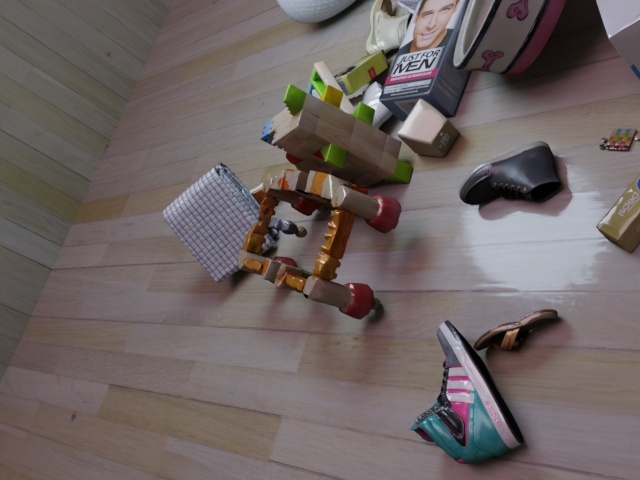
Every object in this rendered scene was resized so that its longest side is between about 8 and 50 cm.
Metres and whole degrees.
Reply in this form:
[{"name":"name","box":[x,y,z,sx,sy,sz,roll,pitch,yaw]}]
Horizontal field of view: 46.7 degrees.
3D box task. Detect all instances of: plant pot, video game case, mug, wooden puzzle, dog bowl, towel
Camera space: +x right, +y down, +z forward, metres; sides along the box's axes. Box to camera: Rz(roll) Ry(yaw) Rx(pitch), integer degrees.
[{"name":"plant pot","box":[0.276,-0.268,1.835,0.096,0.109,0.109,32,89,41]},{"name":"video game case","box":[0.287,-0.669,2.137,0.122,0.087,0.011,-124,32,-51]},{"name":"mug","box":[-0.024,-0.898,2.410,0.328,0.374,0.276,-35,47,36]},{"name":"wooden puzzle","box":[0.603,-0.203,1.492,0.083,0.006,0.049,13,74,52]},{"name":"dog bowl","box":[0.447,-0.562,1.678,0.408,0.150,0.408,-160,90,-88]},{"name":"towel","box":[-0.286,-0.053,2.175,0.235,0.284,0.121,-37,10,17]}]

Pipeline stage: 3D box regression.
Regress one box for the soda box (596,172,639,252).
[{"name":"soda box","box":[0.593,-0.070,1.359,0.181,0.061,0.058,-52,38,6]}]

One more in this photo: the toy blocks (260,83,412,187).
[{"name":"toy blocks","box":[0.014,-0.236,1.927,0.261,0.381,0.191,-21,50,59]}]

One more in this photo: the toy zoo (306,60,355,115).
[{"name":"toy zoo","box":[0.010,-0.329,2.077,0.192,0.030,0.293,60,154,23]}]

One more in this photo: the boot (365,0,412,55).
[{"name":"boot","box":[0.222,-0.647,2.192,0.165,0.077,0.213,-10,62,45]}]

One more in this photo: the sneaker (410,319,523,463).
[{"name":"sneaker","box":[0.247,0.306,1.429,0.178,0.124,0.295,-35,42,12]}]

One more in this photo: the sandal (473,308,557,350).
[{"name":"sandal","box":[0.375,0.182,1.425,0.180,0.072,0.049,-27,67,28]}]

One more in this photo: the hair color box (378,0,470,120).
[{"name":"hair color box","box":[0.311,-0.507,1.957,0.185,0.113,0.375,4,66,50]}]

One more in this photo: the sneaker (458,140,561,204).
[{"name":"sneaker","box":[0.400,-0.116,1.592,0.222,0.083,0.118,-31,44,28]}]

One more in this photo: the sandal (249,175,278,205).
[{"name":"sandal","box":[-0.196,-0.102,2.237,0.265,0.102,0.076,-33,40,26]}]

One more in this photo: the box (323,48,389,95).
[{"name":"box","box":[0.106,-0.471,2.107,0.087,0.058,0.232,-12,21,38]}]

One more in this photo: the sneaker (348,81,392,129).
[{"name":"sneaker","box":[0.110,-0.377,2.113,0.169,0.108,0.292,-44,36,-3]}]

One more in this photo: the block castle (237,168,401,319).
[{"name":"block castle","box":[0.000,0.000,1.861,0.453,0.212,0.303,15,87,59]}]

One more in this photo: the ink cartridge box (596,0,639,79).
[{"name":"ink cartridge box","box":[0.671,-0.478,1.461,0.197,0.198,0.270,-29,44,33]}]
